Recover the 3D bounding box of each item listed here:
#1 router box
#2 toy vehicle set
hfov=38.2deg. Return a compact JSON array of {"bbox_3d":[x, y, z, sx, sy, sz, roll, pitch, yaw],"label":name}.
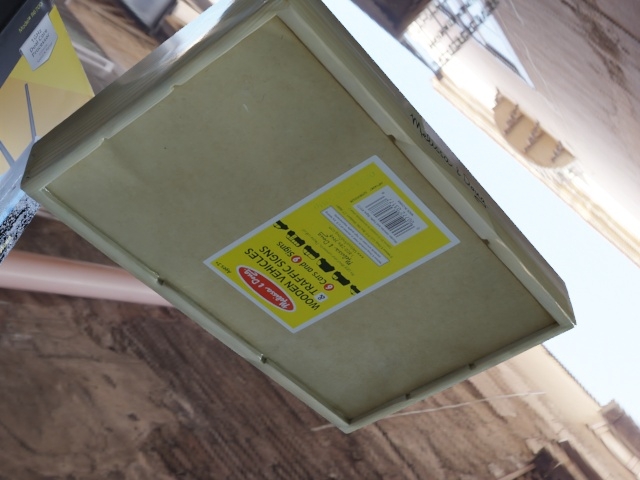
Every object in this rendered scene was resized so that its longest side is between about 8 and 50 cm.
[{"bbox_3d":[-0.206,-0.050,0.539,0.046,0.133,0.179,22,-113,14],"label":"router box"},{"bbox_3d":[0.000,0.000,0.492,0.166,0.267,0.035,-29,-142,24],"label":"toy vehicle set"}]
